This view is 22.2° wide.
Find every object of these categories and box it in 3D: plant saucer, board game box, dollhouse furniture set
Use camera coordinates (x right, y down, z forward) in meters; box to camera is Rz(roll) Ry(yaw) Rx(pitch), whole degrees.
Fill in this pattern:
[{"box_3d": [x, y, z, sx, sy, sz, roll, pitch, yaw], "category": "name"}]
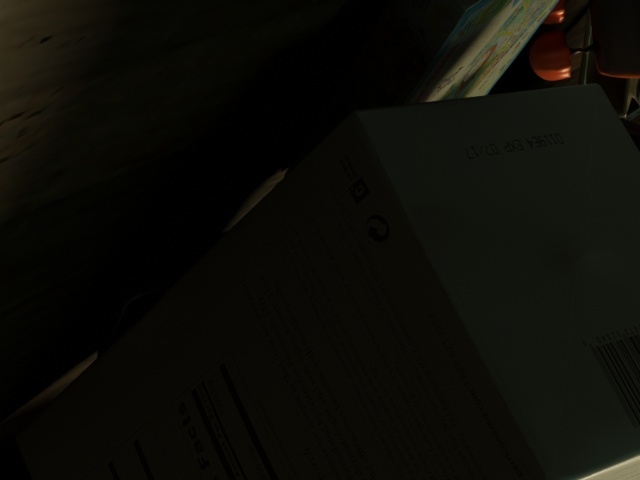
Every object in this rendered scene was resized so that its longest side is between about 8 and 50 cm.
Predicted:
[{"box_3d": [0.000, 0.000, 0.651, 0.192, 0.018, 0.067, -21, 162, -26], "category": "plant saucer"}, {"box_3d": [0.051, -0.077, 0.627, 0.103, 0.026, 0.154, -37, 171, -31], "category": "board game box"}, {"box_3d": [0.132, -0.079, 0.932, 0.081, 0.091, 0.114, -39, 143, -39], "category": "dollhouse furniture set"}]

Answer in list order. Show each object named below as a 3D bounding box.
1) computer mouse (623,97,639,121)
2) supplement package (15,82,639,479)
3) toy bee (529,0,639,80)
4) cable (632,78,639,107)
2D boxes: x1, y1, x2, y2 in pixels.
[{"box_3d": [0.311, -0.033, 1.383, 0.184, 0.262, 0.060, -47, -170, -8], "category": "computer mouse"}, {"box_3d": [0.017, 0.067, 0.608, 0.139, 0.133, 0.244, -11, 157, -44], "category": "supplement package"}, {"box_3d": [0.182, -0.092, 0.716, 0.162, 0.195, 0.298, -14, 175, -16], "category": "toy bee"}, {"box_3d": [0.317, -0.168, 1.102, 0.257, 0.089, 0.257, -43, 161, 15], "category": "cable"}]
